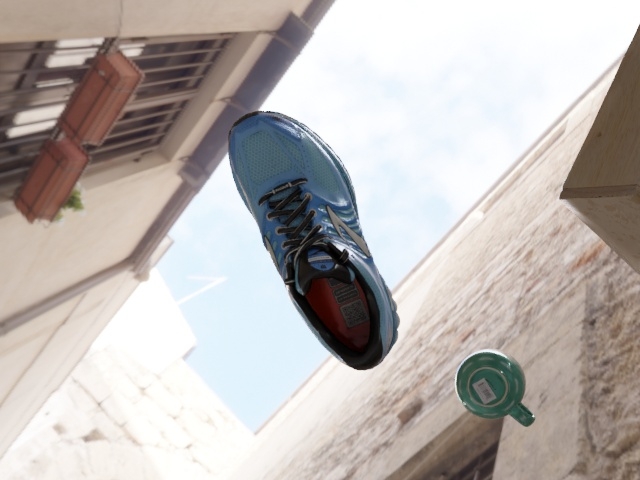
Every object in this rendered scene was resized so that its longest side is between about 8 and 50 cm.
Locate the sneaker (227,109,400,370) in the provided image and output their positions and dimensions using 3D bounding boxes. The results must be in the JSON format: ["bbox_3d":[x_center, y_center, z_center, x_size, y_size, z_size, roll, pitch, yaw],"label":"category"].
[{"bbox_3d":[0.000,0.000,0.406,0.063,0.073,0.162,-29,-86,5],"label":"sneaker"}]

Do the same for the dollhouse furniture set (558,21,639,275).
[{"bbox_3d":[0.397,-0.095,0.463,0.362,0.256,0.394,36,-16,-26],"label":"dollhouse furniture set"}]

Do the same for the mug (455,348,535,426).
[{"bbox_3d":[0.334,0.275,1.392,0.158,0.097,0.129,11,-91,19],"label":"mug"}]
